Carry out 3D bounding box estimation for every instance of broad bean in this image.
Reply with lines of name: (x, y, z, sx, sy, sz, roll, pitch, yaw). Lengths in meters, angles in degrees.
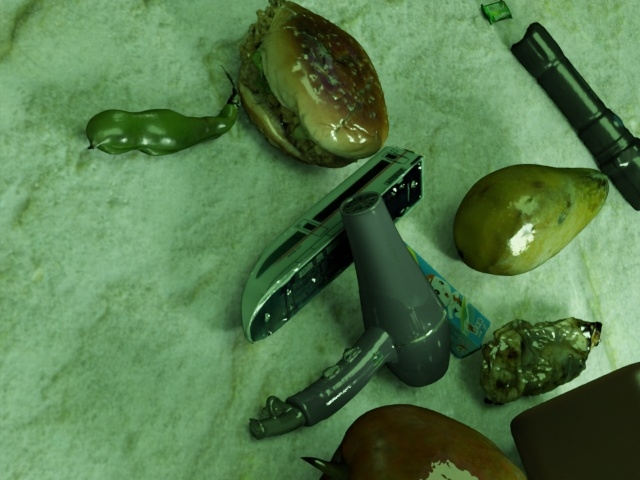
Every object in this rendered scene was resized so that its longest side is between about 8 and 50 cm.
broad bean: (-0.214, -0.166, 1.670, 0.098, 0.056, 0.318, 51, 38, 6)

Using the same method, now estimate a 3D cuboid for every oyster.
oyster: (0.367, 0.177, 1.910, 0.345, 0.078, 0.129, -11, 91, -44)

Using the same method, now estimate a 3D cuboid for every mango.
mango: (0.350, -0.045, 1.984, 0.329, 0.176, 0.176, -21, 92, -50)

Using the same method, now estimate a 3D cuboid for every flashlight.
flashlight: (0.527, -0.245, 2.320, 0.424, 0.103, 0.103, 52, 43, -1)

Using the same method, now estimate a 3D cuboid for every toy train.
toy train: (0.000, 0.000, 1.692, 0.088, 0.086, 0.407, 25, 49, 30)

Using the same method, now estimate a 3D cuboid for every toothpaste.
toothpaste: (0.148, 0.070, 1.829, 0.266, 0.050, 0.065, 43, 47, -10)

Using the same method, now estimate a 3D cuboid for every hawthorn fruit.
hawthorn fruit: (0.109, 0.329, 1.479, 0.301, 0.268, 0.268, 32, 48, -20)

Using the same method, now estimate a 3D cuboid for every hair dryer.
hair dryer: (0.029, 0.140, 1.615, 0.361, 0.121, 0.301, -42, 123, -33)

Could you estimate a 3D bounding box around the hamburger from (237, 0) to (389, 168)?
hamburger: (-0.008, -0.241, 1.833, 0.286, 0.146, 0.243, 54, 37, 1)

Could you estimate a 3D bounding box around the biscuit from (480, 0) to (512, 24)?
biscuit: (0.347, -0.452, 2.349, 0.089, 0.016, 0.046, -25, 84, -46)

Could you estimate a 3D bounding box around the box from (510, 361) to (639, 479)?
box: (0.438, 0.330, 1.709, 0.339, 0.239, 0.229, 30, 36, -65)
